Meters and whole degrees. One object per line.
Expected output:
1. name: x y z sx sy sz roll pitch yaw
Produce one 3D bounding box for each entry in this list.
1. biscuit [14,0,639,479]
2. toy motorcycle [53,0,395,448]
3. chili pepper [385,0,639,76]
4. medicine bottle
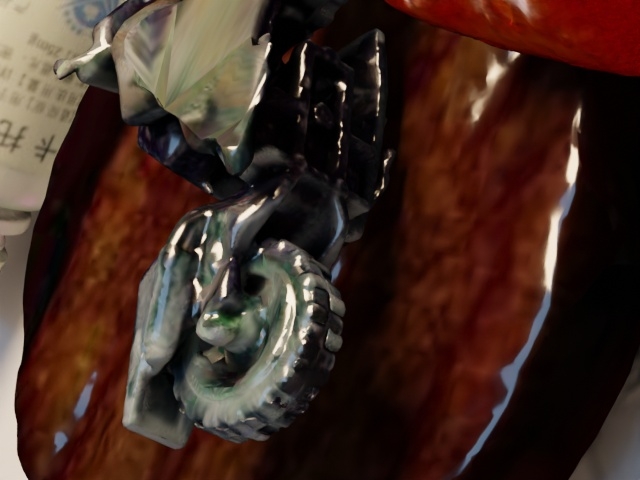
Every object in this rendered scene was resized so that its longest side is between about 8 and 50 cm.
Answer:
1. biscuit: 0.000 0.000 0.875 0.407 0.091 0.407 -25 54 41
2. toy motorcycle: -0.044 -0.037 0.788 0.159 0.106 0.270 -17 56 41
3. chili pepper: 0.080 -0.137 0.692 0.338 0.134 0.131 12 85 24
4. medicine bottle: -0.216 -0.104 1.108 0.170 0.170 0.293 38 104 50
